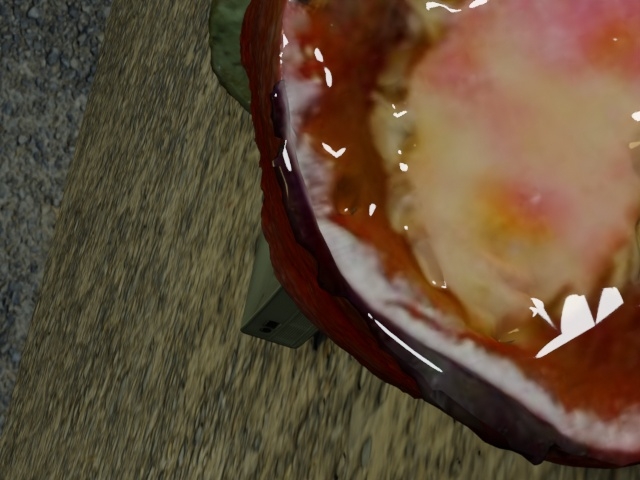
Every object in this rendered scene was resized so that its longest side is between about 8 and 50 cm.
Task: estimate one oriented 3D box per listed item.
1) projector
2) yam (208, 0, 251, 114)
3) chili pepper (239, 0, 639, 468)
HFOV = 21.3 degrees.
[{"bbox_3d":[0.000,0.000,1.248,0.147,0.061,0.115,132,151,-54],"label":"projector"},{"bbox_3d":[0.033,-0.236,1.189,0.195,0.195,0.300,134,151,-56],"label":"yam"},{"bbox_3d":[0.057,-0.032,0.742,0.229,0.251,0.305,-47,7,-15],"label":"chili pepper"}]
